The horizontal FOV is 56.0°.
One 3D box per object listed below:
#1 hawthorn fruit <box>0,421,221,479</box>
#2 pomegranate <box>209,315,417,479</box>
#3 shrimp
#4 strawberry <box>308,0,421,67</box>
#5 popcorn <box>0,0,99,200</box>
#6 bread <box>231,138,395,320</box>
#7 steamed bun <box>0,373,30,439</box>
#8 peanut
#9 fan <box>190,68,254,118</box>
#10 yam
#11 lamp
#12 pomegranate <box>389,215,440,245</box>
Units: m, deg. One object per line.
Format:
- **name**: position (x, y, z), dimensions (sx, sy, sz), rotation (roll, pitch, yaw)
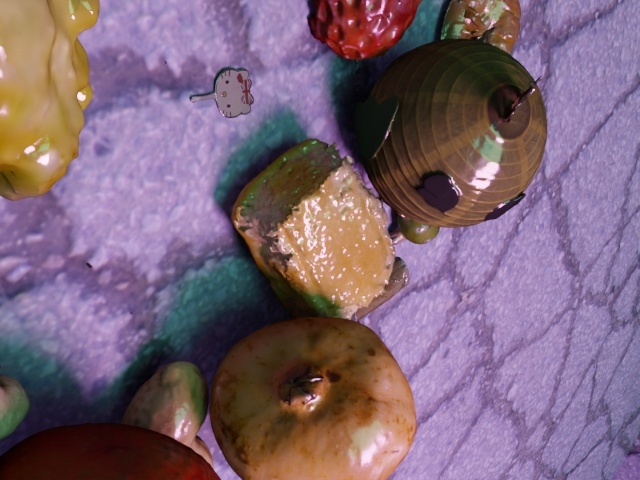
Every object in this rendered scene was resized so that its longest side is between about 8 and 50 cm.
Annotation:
- **hawthorn fruit**: position (-0.231, 0.293, 0.556), dimensions (0.254, 0.301, 0.253), rotation (1, 90, -73)
- **pomegranate**: position (-0.009, 0.200, 0.715), dimensions (0.248, 0.248, 0.248), rotation (-19, 119, -38)
- **shrimp**: position (0.232, -0.278, 0.924), dimensions (0.145, 0.061, 0.267), rotation (7, 105, -36)
- **strawberry**: position (0.076, -0.368, 0.674), dimensions (0.253, 0.150, 0.280), rotation (32, 82, -45)
- **popcorn**: position (-0.284, -0.137, 0.334), dimensions (0.312, 0.312, 0.312), rotation (-19, 119, -38)
- **bread**: position (0.000, 0.000, 0.770), dimensions (0.174, 0.121, 0.245), rotation (-41, 135, -13)
- **steamed bun**: position (-0.332, 0.146, 0.501), dimensions (0.155, 0.141, 0.172), rotation (42, 73, -49)
- **peanut**: position (-0.181, 0.252, 0.718), dimensions (0.103, 0.098, 0.229), rotation (-60, 155, -68)
- **fan**: position (-0.110, -0.164, 0.680), dimensions (0.083, 0.004, 0.055), rotation (-22, 122, -36)
- **yam**: position (0.084, 0.077, 0.931), dimensions (0.132, 0.054, 0.054), rotation (-32, 126, -31)
- **lamp**: position (0.184, -0.141, 0.770), dimensions (0.250, 0.284, 0.250), rotation (3, 83, -22)
- **pomegranate**: position (0.148, -0.022, 0.948), dimensions (0.073, 0.073, 0.084), rotation (3, 142, -44)
